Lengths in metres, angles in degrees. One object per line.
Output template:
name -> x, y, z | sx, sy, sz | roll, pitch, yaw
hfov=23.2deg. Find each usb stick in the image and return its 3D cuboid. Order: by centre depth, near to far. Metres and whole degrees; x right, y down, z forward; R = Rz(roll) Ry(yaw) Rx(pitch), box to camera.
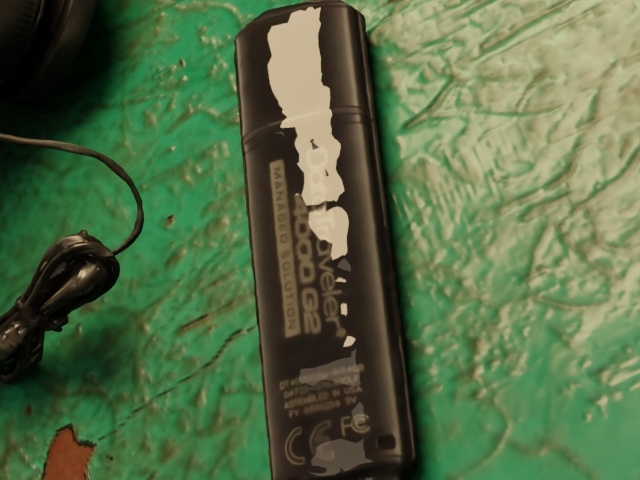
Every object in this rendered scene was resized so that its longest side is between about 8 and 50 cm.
usb stick -> 0.000, 0.000, 0.801 | 0.077, 0.045, 0.278 | -13, 65, 15

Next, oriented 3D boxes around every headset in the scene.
headset -> -0.239, -0.118, 0.881 | 0.185, 0.243, 0.394 | -46, 73, 34
